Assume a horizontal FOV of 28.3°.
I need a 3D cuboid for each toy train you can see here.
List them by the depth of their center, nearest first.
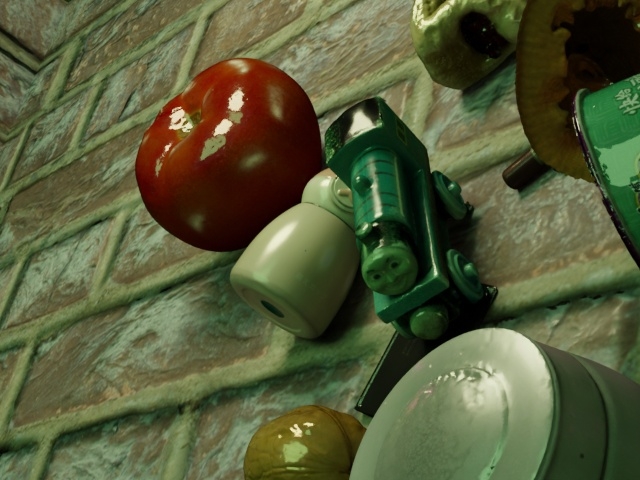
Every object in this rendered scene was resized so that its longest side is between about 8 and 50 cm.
[{"bbox_3d":[0.093,-0.022,1.502,0.120,0.194,0.298,-32,33,21],"label":"toy train"}]

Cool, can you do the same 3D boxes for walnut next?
[{"bbox_3d":[-0.012,0.256,1.443,0.144,0.144,0.180,-63,20,-15],"label":"walnut"}]

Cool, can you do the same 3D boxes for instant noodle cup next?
[{"bbox_3d":[0.370,-0.070,1.137,0.190,0.251,0.251,-28,38,25],"label":"instant noodle cup"}]

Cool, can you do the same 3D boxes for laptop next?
[{"bbox_3d":[0.123,0.129,1.502,0.135,0.016,0.197,8,67,57],"label":"laptop"}]

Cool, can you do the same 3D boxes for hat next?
[{"bbox_3d":[0.319,-0.203,1.414,0.233,0.244,0.233,-75,9,-70],"label":"hat"}]

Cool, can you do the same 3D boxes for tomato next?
[{"bbox_3d":[-0.124,-0.121,1.907,0.298,0.226,0.299,-30,37,25],"label":"tomato"}]

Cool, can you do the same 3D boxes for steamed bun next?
[{"bbox_3d":[0.219,-0.303,1.706,0.155,0.141,0.172,-9,54,35],"label":"steamed bun"}]

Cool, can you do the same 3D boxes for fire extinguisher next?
[{"bbox_3d":[0.288,-0.115,1.495,0.173,0.035,0.049,-42,28,28],"label":"fire extinguisher"}]

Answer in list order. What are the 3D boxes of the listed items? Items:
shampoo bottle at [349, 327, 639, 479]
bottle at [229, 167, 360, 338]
[{"bbox_3d":[0.182,0.228,1.060,0.273,0.266,0.273,-37,34,31],"label":"shampoo bottle"},{"bbox_3d":[0.000,0.000,1.696,0.236,0.147,0.147,-55,28,-16],"label":"bottle"}]
